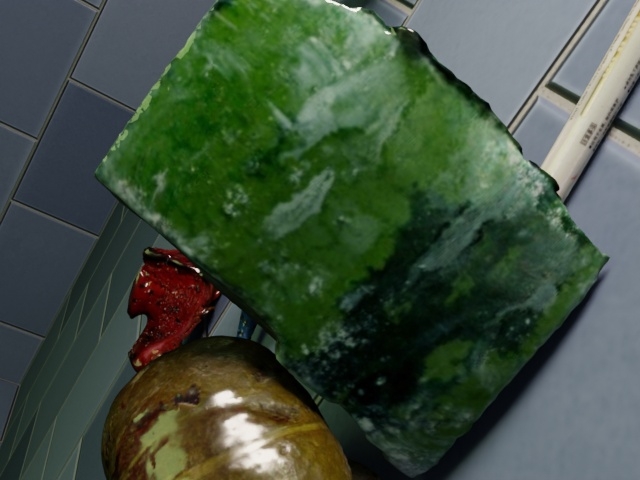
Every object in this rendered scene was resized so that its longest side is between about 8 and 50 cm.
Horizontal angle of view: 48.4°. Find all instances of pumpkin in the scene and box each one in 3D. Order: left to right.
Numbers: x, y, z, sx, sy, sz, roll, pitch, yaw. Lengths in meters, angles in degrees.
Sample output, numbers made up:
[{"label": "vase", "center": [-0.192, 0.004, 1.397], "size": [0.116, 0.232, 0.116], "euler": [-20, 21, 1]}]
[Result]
[{"label": "pumpkin", "center": [-0.041, 0.164, 0.445], "size": [0.219, 0.162, 0.219], "euler": [165, 90, -76]}]

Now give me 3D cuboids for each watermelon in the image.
[{"label": "watermelon", "center": [-0.007, 0.010, 0.465], "size": [0.151, 0.264, 0.302], "euler": [-51, 7, -19]}]

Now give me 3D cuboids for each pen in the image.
[{"label": "pen", "center": [0.174, -0.091, 0.432], "size": [0.218, 0.026, 0.026], "euler": [-62, 22, 8]}]

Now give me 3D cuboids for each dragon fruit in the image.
[{"label": "dragon fruit", "center": [-0.211, 0.106, 0.978], "size": [0.192, 0.122, 0.092], "euler": [-56, 38, 13]}]

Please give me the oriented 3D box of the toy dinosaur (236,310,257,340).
[{"label": "toy dinosaur", "center": [-0.049, 0.021, 0.755], "size": [0.329, 0.076, 0.144], "euler": [-55, 30, 28]}]
